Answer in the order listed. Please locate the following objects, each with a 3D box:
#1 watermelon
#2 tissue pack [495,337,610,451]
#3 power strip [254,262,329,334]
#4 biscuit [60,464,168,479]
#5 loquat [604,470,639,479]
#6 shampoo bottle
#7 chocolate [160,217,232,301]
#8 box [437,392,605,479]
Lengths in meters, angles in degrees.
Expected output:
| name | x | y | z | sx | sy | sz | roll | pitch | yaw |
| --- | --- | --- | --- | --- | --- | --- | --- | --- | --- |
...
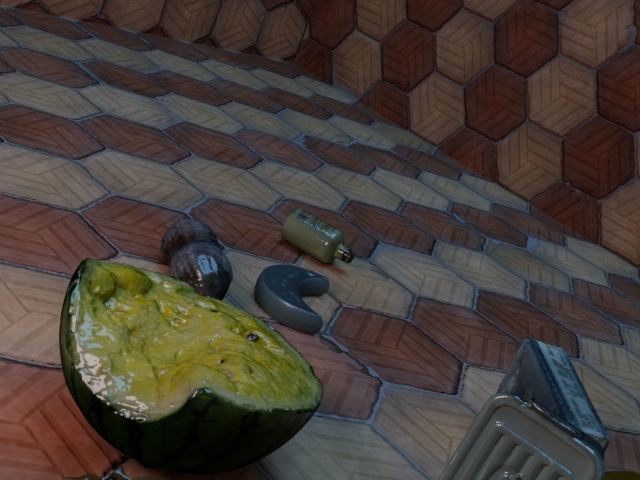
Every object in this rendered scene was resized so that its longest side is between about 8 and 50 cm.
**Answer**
| name | x | y | z | sx | sy | sz | roll | pitch | yaw |
| --- | --- | --- | --- | --- | --- | --- | --- | --- | --- |
| watermelon | -0.177 | 0.171 | 1.047 | 0.330 | 0.189 | 0.331 | 35 | 9 | -6 |
| tissue pack | 0.329 | 0.287 | 1.282 | 0.081 | 0.185 | 0.257 | 20 | 20 | -8 |
| power strip | -0.051 | 0.093 | 1.575 | 0.137 | 0.044 | 0.216 | 20 | 21 | -5 |
| biscuit | -0.270 | 0.295 | 0.738 | 0.366 | 0.115 | 0.268 | 12 | 23 | -24 |
| loquat | 0.439 | 0.396 | 1.240 | 0.137 | 0.113 | 0.137 | 5 | 39 | -4 |
| shampoo bottle | 0.000 | 0.000 | 1.810 | 0.162 | 0.079 | 0.079 | 30 | 21 | 17 |
| chocolate | -0.213 | 0.035 | 1.462 | 0.110 | 0.110 | 0.248 | 13 | 18 | -25 |
| box | 0.246 | 0.315 | 1.078 | 0.163 | 0.243 | 0.135 | 32 | 10 | 26 |
